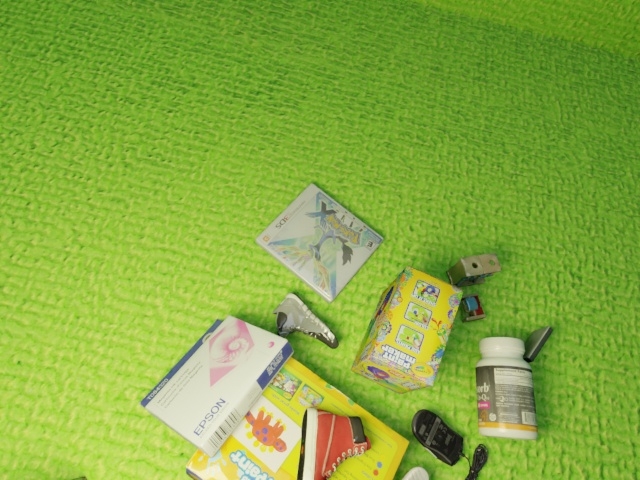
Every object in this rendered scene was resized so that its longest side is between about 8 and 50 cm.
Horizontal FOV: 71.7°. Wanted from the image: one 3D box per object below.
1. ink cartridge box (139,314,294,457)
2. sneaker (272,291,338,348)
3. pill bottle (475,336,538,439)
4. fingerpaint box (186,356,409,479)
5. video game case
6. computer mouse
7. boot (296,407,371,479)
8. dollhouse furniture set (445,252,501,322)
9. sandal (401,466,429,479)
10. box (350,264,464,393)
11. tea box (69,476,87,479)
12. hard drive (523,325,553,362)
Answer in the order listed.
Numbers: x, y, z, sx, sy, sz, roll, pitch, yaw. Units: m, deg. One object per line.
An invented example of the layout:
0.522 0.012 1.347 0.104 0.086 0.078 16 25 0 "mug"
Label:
-0.291 0.350 1.176 0.330 0.071 0.324 12 48 37 "ink cartridge box"
-0.060 0.278 1.361 0.132 0.086 0.229 -41 68 -16 "sneaker"
0.549 0.440 1.322 0.162 0.162 0.278 7 66 -4 "pill bottle"
-0.056 0.567 1.158 0.445 0.163 0.371 33 55 7 "fingerpaint box"
0.000 0.000 1.504 0.329 0.036 0.300 39 68 9 "video game case"
0.345 0.622 1.277 0.262 0.060 0.184 34 62 -5 "computer mouse"
0.037 0.535 1.055 0.176 0.088 0.244 14 51 -9 "boot"
0.521 0.155 1.455 0.129 0.129 0.183 -8 68 -11 "dollhouse furniture set"
0.195 0.723 1.201 0.102 0.076 0.265 44 79 -14 "sandal"
0.242 0.269 1.283 0.177 0.290 0.279 25 66 3 "box"
-0.603 0.739 0.955 0.220 0.323 0.329 -30 75 -17 "tea box"
0.679 0.338 1.417 0.022 0.094 0.135 42 68 9 "hard drive"
